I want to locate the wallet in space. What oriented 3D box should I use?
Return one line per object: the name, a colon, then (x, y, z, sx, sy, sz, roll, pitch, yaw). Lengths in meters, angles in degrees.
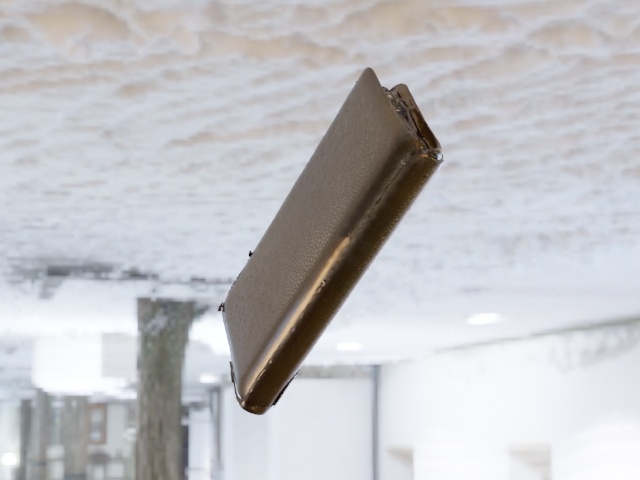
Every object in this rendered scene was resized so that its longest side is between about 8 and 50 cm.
wallet: (0.000, 0.000, 0.743, 0.031, 0.198, 0.110, 21, -154, -25)
